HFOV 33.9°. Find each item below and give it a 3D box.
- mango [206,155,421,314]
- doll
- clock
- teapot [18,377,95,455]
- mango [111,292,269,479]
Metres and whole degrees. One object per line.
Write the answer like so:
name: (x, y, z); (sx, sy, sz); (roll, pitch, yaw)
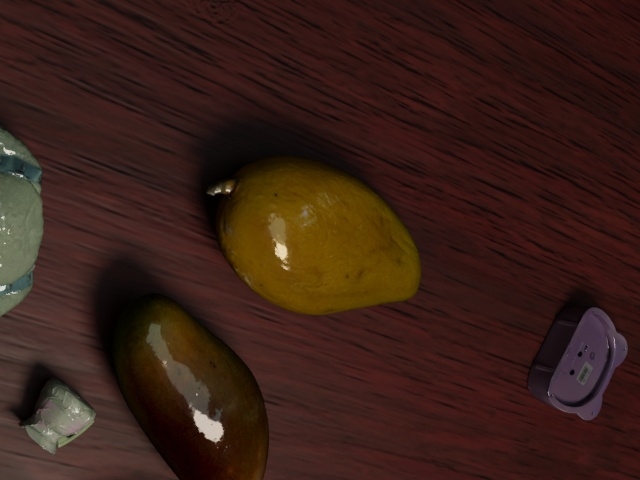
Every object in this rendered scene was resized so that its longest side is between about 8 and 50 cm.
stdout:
mango: (0.000, 0.000, 1.217); (0.317, 0.119, 0.176); (18, 76, -35)
doll: (-0.327, -0.014, 1.048); (0.104, 0.071, 0.214); (2, 96, -29)
clock: (0.362, 0.173, 1.479); (0.110, 0.050, 0.152); (37, 75, -27)
teapot: (-0.274, 0.189, 1.105); (0.064, 0.064, 0.083); (-48, 146, -11)
mango: (-0.137, 0.171, 1.149); (0.133, 0.111, 0.267); (-30, 110, -9)
